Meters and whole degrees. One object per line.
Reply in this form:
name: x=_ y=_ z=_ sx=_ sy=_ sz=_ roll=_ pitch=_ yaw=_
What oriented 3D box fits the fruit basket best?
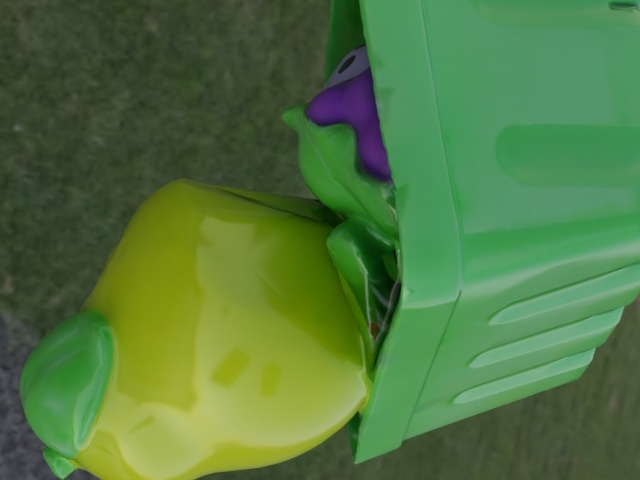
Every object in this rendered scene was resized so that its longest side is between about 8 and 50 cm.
fruit basket: x=0.000 y=0.000 z=0.887 sx=0.392 sy=0.392 sz=0.283 roll=45 pitch=36 yaw=-63
